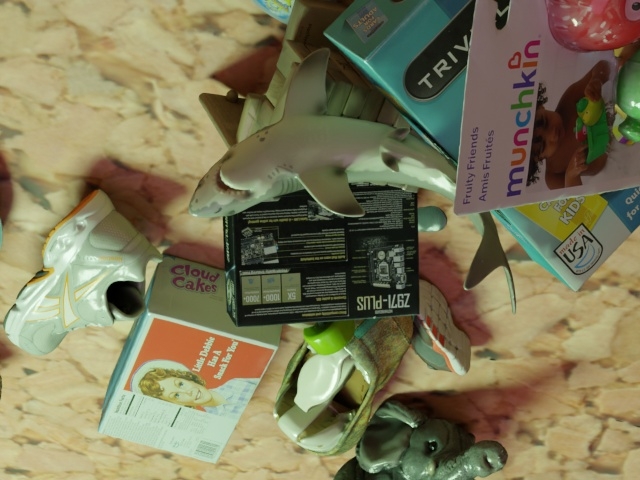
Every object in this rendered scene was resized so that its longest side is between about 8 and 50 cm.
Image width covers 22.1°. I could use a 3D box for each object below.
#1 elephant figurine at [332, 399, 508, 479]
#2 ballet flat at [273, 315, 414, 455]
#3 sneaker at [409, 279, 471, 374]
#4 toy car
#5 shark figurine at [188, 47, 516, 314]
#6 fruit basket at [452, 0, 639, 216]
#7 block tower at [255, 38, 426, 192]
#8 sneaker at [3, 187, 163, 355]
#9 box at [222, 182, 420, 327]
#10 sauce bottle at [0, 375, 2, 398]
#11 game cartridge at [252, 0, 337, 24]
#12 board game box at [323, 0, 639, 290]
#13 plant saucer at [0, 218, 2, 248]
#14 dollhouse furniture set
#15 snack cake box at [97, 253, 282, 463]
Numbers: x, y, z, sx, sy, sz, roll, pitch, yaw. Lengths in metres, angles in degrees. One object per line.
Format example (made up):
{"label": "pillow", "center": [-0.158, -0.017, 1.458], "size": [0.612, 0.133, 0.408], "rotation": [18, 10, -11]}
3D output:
{"label": "elephant figurine", "center": [0.123, 0.273, 1.968], "size": [0.239, 0.186, 0.169], "rotation": [-51, 154, 18]}
{"label": "ballet flat", "center": [0.005, 0.169, 1.854], "size": [0.123, 0.123, 0.348], "rotation": [14, 144, -9]}
{"label": "sneaker", "center": [0.115, 0.104, 1.829], "size": [0.065, 0.061, 0.158], "rotation": [-7, 138, 26]}
{"label": "toy car", "center": [0.029, -0.004, 1.657], "size": [0.188, 0.149, 0.155], "rotation": [-30, 119, 22]}
{"label": "shark figurine", "center": [0.049, -0.049, 1.363], "size": [0.278, 0.166, 0.116], "rotation": [17, 164, 8]}
{"label": "fruit basket", "center": [0.257, -0.187, 1.221], "size": [0.353, 0.165, 0.327], "rotation": [-11, 115, -40]}
{"label": "block tower", "center": [0.104, -0.098, 1.487], "size": [0.336, 0.097, 0.091], "rotation": [9, 114, -27]}
{"label": "sneaker", "center": [-0.255, 0.065, 1.769], "size": [0.121, 0.099, 0.262], "rotation": [39, 138, 4]}
{"label": "box", "center": [0.000, 0.000, 1.565], "size": [0.180, 0.077, 0.147], "rotation": [-4, 100, -10]}
{"label": "sauce bottle", "center": [-0.542, 0.218, 2.016], "size": [0.344, 0.111, 0.111], "rotation": [-24, 132, 33]}
{"label": "game cartridge", "center": [-0.033, -0.226, 1.483], "size": [0.083, 0.017, 0.056], "rotation": [33, 137, -28]}
{"label": "board game box", "center": [0.201, -0.150, 1.385], "size": [0.254, 0.079, 0.336], "rotation": [-47, 127, 0]}
{"label": "plant saucer", "center": [-0.493, -0.046, 1.742], "size": [0.318, 0.043, 0.317], "rotation": [4, 140, 3]}
{"label": "dollhouse furniture set", "center": [-0.014, -0.165, 1.534], "size": [0.144, 0.123, 0.151], "rotation": [6, 116, -24]}
{"label": "snack cake box", "center": [-0.151, 0.141, 1.884], "size": [0.152, 0.089, 0.264], "rotation": [17, 139, -10]}
